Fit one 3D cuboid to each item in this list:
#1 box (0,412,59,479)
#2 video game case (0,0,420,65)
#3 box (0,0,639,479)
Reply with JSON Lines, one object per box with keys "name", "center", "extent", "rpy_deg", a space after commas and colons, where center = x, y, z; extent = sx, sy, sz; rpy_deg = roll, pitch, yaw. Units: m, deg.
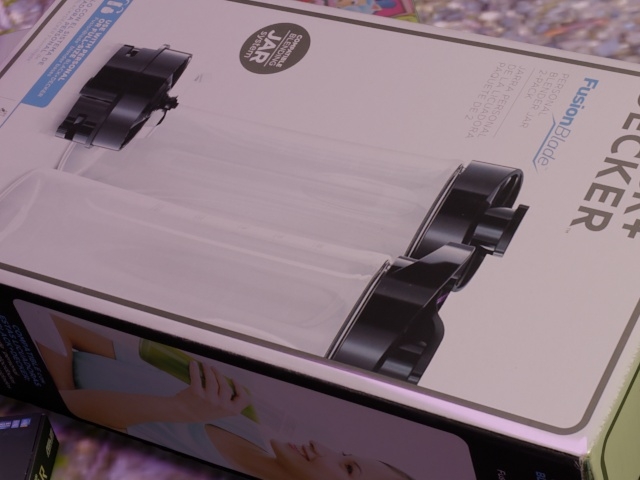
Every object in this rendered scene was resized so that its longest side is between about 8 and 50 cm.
{"name": "box", "center": [-0.145, 0.098, 0.616], "extent": [0.083, 0.018, 0.067], "rpy_deg": [-6, 40, 11]}
{"name": "video game case", "center": [-0.053, -0.063, 0.770], "extent": [0.212, 0.023, 0.193], "rpy_deg": [-13, 40, 3]}
{"name": "box", "center": [0.000, 0.000, 0.607], "extent": [0.290, 0.087, 0.169], "rpy_deg": [16, 54, 27]}
